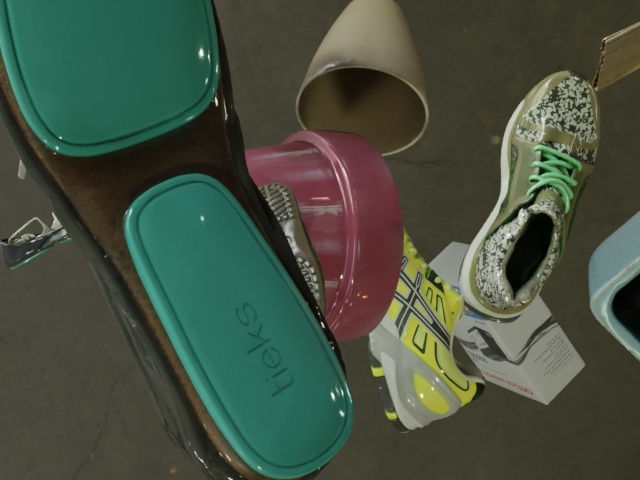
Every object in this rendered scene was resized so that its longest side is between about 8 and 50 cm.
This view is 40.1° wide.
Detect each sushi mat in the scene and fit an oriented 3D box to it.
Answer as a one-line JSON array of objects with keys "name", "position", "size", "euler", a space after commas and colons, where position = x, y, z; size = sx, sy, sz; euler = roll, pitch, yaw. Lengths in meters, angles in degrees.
[{"name": "sushi mat", "position": [0.523, -0.307, 1.193], "size": [0.317, 0.151, 0.019], "euler": [-26, 70, 6]}]

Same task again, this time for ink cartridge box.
[{"name": "ink cartridge box", "position": [0.365, 0.166, 1.802], "size": [0.129, 0.223, 0.307], "euler": [-42, 110, -14]}]

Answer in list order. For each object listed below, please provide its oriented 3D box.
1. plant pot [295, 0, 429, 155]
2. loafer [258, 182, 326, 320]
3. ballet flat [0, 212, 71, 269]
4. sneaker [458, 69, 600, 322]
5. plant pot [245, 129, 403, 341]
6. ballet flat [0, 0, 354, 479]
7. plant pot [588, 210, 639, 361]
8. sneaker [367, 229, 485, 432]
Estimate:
[{"name": "plant pot", "position": [0.096, -0.354, 1.755], "size": [0.257, 0.256, 0.273], "euler": [19, 56, -16]}, {"name": "loafer", "position": [-0.022, 0.026, 0.664], "size": [0.056, 0.050, 0.148], "euler": [-14, 62, 11]}, {"name": "ballet flat", "position": [-0.484, -0.016, 1.580], "size": [0.203, 0.074, 0.074], "euler": [-24, 99, -4]}, {"name": "sneaker", "position": [0.345, -0.063, 1.330], "size": [0.158, 0.182, 0.410], "euler": [18, 90, -5]}, {"name": "plant pot", "position": [-0.052, -0.004, 0.802], "size": [0.180, 0.201, 0.201], "euler": [0, 93, -29]}, {"name": "ballet flat", "position": [-0.076, -0.027, 0.356], "size": [0.095, 0.096, 0.280], "euler": [-19, 90, -29]}, {"name": "plant pot", "position": [0.405, 0.026, 0.810], "size": [0.248, 0.252, 0.247], "euler": [44, 106, -4]}, {"name": "sneaker", "position": [0.115, 0.064, 1.213], "size": [0.147, 0.145, 0.384], "euler": [-17, 99, 4]}]
